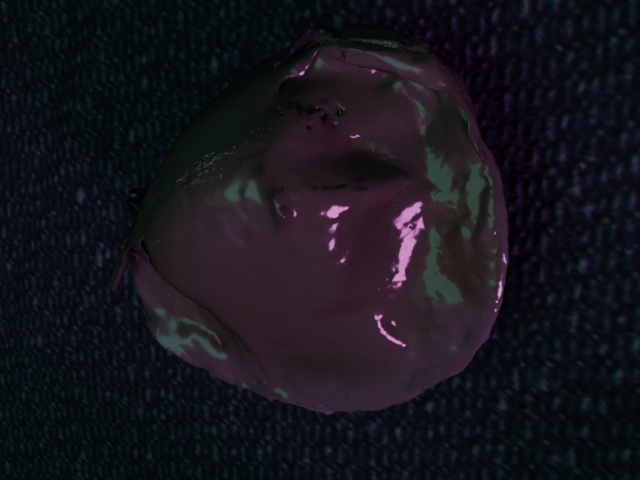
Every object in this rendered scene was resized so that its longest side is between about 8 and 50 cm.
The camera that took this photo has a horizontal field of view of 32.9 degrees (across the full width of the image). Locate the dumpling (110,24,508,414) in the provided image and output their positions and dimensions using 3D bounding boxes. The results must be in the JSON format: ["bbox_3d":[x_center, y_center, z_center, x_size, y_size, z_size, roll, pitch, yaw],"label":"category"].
[{"bbox_3d":[-0.002,-0.014,0.677,0.204,0.163,0.293,33,128,-18],"label":"dumpling"}]
